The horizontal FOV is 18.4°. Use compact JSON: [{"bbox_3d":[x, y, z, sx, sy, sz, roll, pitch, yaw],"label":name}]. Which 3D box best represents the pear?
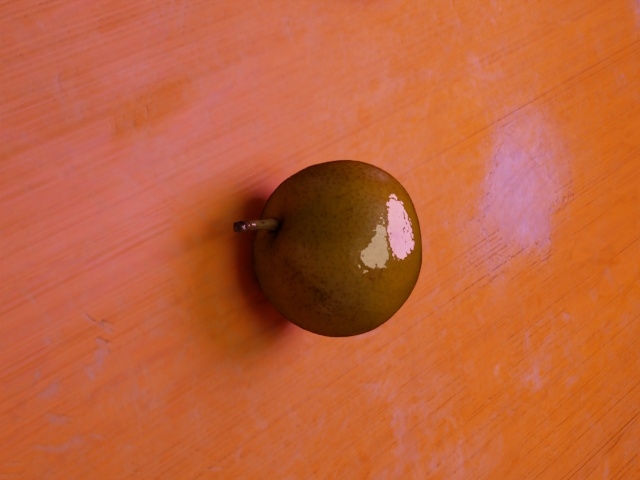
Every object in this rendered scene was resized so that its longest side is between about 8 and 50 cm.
[{"bbox_3d":[0.000,0.000,1.981,0.216,0.166,0.180,22,80,-30],"label":"pear"}]
